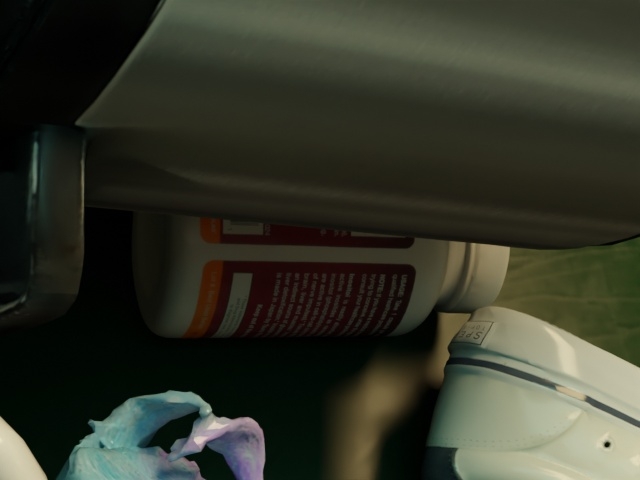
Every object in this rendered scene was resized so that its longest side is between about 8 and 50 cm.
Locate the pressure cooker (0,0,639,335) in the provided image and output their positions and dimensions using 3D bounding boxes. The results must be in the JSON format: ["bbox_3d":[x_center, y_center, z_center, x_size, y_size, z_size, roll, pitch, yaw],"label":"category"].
[{"bbox_3d":[-0.038,-0.192,0.496,0.420,0.375,0.370,4,37,-36],"label":"pressure cooker"}]

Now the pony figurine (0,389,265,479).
[{"bbox_3d":[-0.065,0.181,0.457,0.363,0.351,0.303,22,52,16],"label":"pony figurine"}]

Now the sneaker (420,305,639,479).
[{"bbox_3d":[0.161,0.123,0.696,0.258,0.094,0.091,25,78,-2],"label":"sneaker"}]

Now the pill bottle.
[{"bbox_3d":[0.000,0.000,0.695,0.152,0.086,0.086,2,62,-19],"label":"pill bottle"}]
